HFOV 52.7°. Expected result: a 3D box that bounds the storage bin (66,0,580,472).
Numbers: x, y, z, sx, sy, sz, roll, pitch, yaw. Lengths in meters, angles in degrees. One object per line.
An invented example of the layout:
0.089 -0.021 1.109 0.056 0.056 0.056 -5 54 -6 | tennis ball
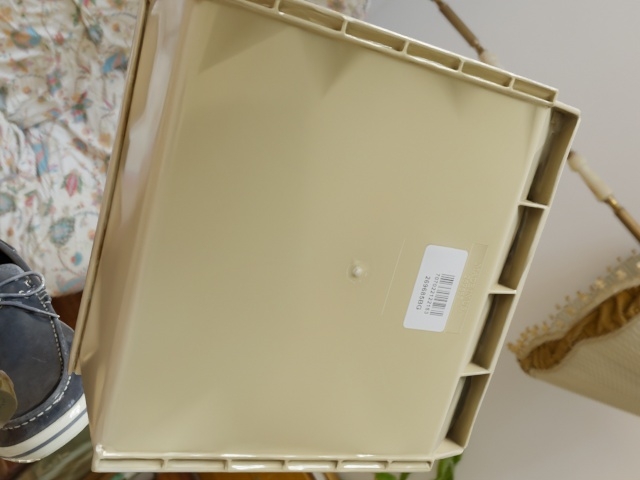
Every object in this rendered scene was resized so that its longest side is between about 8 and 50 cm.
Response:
0.000 0.000 0.413 0.260 0.123 0.263 10 103 -26 | storage bin

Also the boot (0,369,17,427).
-0.351 0.036 0.443 0.236 0.270 0.089 -17 147 -15 | boot

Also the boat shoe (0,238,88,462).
-0.464 0.131 0.937 0.186 0.500 0.156 -34 130 -17 | boat shoe
